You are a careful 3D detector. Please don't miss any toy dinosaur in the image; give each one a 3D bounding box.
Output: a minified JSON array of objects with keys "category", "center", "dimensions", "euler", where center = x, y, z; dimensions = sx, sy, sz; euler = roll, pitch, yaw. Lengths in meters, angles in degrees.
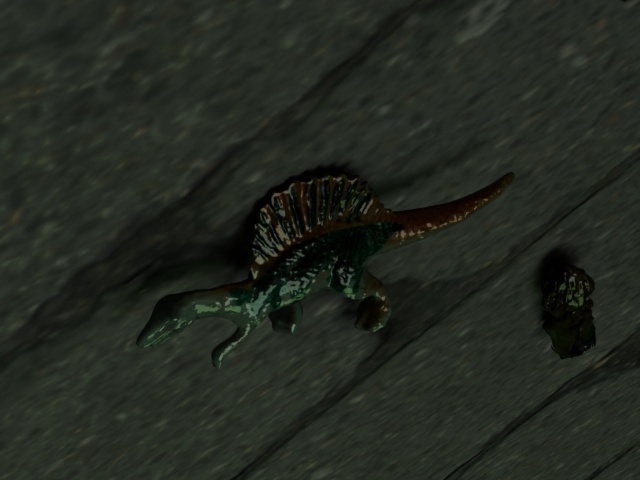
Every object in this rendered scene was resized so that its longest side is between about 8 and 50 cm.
[{"category":"toy dinosaur","center":[0.002,0.002,0.863],"dimensions":[0.187,0.044,0.106],"euler":[-33,143,3]}]

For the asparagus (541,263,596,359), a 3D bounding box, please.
[{"category":"asparagus","center":[0.158,0.044,1.177],"dimensions":[0.036,0.030,0.165],"euler":[-9,161,5]}]
